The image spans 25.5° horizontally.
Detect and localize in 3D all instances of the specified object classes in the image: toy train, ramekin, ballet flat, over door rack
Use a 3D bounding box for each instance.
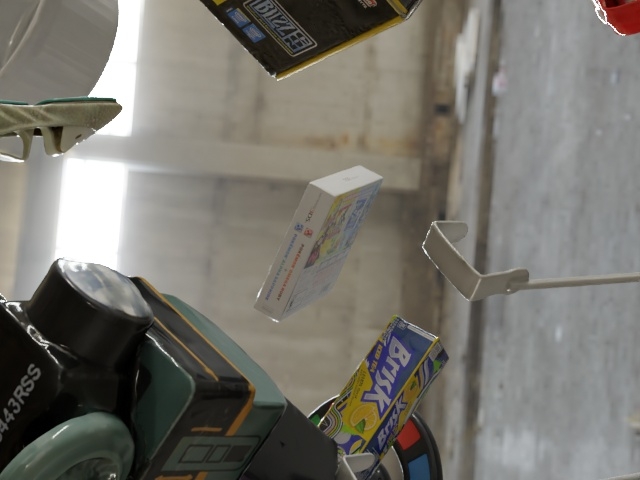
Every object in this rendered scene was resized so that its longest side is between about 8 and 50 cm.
[{"bbox_3d":[-0.156,0.157,0.686,0.190,0.142,0.334,13,-68,-57],"label":"toy train"},{"bbox_3d":[-0.390,-0.272,1.860,0.135,0.277,0.277,28,-122,-42],"label":"ramekin"},{"bbox_3d":[-0.240,-0.092,1.184,0.057,0.168,0.052,-13,84,51],"label":"ballet flat"},{"bbox_3d":[0.197,0.120,0.961,0.108,0.324,0.239,-110,31,-49],"label":"over door rack"}]

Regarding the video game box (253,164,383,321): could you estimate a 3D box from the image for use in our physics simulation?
[{"bbox_3d":[0.000,0.000,1.869,0.187,0.048,0.205,-63,-13,17],"label":"video game box"}]

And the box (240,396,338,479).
[{"bbox_3d":[-0.141,0.182,1.004,0.184,0.261,0.103,46,-150,-46],"label":"box"}]

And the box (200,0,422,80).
[{"bbox_3d":[-0.071,-0.322,1.394,0.079,0.322,0.257,-52,19,-24],"label":"box"}]

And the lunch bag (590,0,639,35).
[{"bbox_3d":[0.357,-0.267,1.272,0.120,0.258,0.293,59,170,-17],"label":"lunch bag"}]

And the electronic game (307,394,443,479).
[{"bbox_3d":[0.036,0.271,1.505,0.048,0.229,0.229,23,-115,-44],"label":"electronic game"}]

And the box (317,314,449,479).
[{"bbox_3d":[0.057,0.163,1.420,0.169,0.059,0.054,-54,-31,-15],"label":"box"}]
